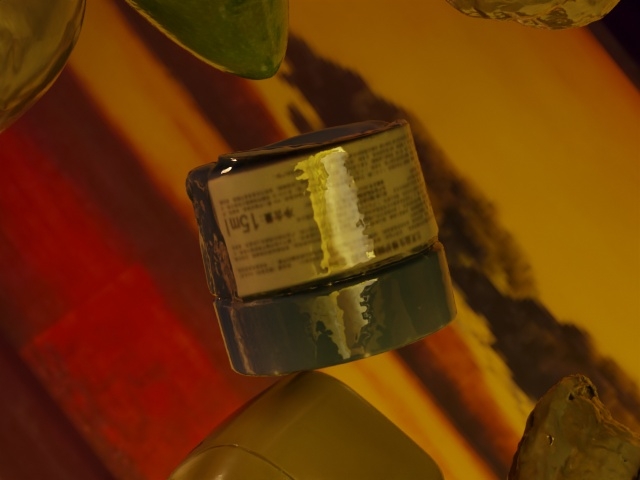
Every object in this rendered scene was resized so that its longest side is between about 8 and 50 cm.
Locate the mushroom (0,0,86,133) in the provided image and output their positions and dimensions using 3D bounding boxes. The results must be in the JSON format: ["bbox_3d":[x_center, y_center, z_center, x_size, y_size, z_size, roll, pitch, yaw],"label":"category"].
[{"bbox_3d":[-0.230,-0.116,0.835,0.178,0.226,0.226,56,-20,-11],"label":"mushroom"}]

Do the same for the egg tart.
[{"bbox_3d":[0.288,0.317,1.766,0.132,0.345,0.345,11,-38,22],"label":"egg tart"}]

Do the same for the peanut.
[{"bbox_3d":[0.146,-0.202,1.077,0.123,0.123,0.257,47,23,13],"label":"peanut"}]

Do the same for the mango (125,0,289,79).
[{"bbox_3d":[-0.115,-0.259,1.288,0.192,0.156,0.343,47,-7,48],"label":"mango"}]

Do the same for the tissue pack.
[{"bbox_3d":[-0.025,0.155,0.829,0.123,0.127,0.178,38,-28,-4],"label":"tissue pack"}]

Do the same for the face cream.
[{"bbox_3d":[0.000,0.000,1.676,0.249,0.249,0.225,2,-74,65],"label":"face cream"}]
